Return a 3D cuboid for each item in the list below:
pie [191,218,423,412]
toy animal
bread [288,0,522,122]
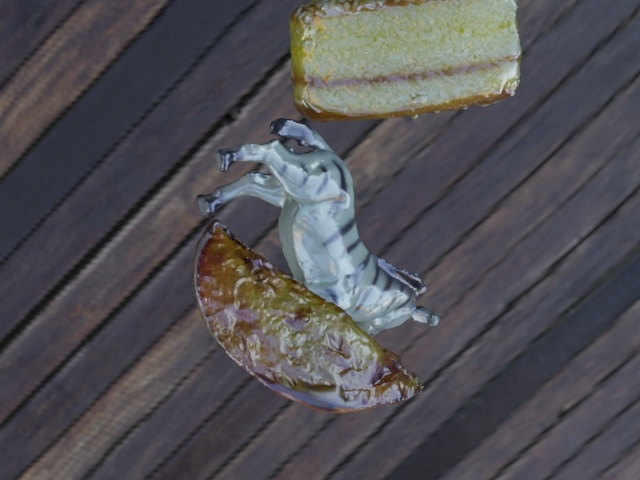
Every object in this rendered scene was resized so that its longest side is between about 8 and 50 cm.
[{"bbox_3d":[-0.020,0.063,0.859,0.191,0.088,0.033,37,142,5],"label":"pie"},{"bbox_3d":[0.003,0.003,0.991,0.176,0.073,0.217,-18,115,-21],"label":"toy animal"},{"bbox_3d":[0.066,-0.157,1.059,0.184,0.234,0.111,-5,101,4],"label":"bread"}]
